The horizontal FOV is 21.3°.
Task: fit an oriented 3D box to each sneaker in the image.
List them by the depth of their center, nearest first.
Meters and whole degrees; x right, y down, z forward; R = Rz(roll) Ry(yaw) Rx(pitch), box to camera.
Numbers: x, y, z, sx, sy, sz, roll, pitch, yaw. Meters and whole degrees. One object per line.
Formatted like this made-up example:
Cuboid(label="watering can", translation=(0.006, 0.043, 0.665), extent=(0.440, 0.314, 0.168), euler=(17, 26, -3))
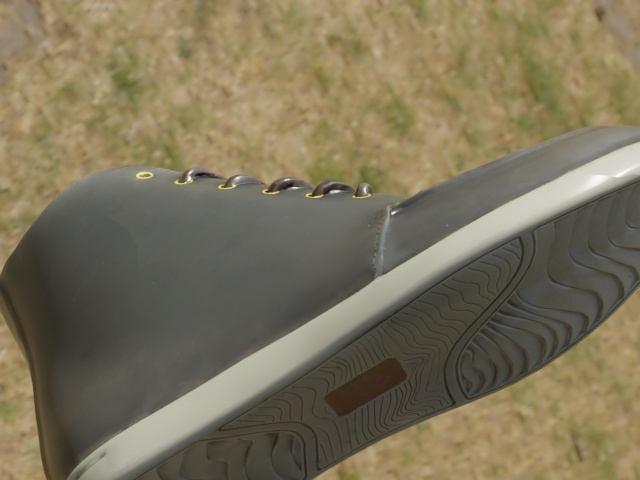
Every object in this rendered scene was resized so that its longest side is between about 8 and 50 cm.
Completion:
Cuboid(label="sneaker", translation=(0.000, 0.000, 0.542), extent=(0.118, 0.222, 0.083), euler=(60, -4, 35))
